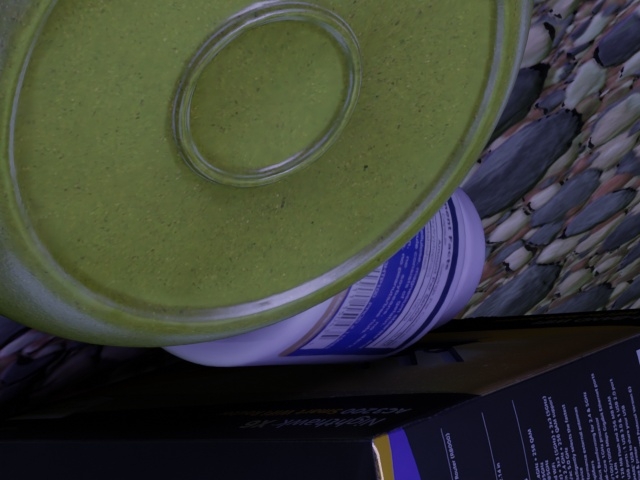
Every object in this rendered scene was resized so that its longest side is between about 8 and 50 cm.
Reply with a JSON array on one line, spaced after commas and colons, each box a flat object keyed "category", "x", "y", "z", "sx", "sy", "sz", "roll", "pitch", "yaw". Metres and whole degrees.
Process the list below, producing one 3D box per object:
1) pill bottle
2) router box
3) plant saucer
[{"category": "pill bottle", "x": 0.000, "y": 0.000, "z": 0.760, "sx": 0.112, "sy": 0.112, "sz": 0.187, "roll": -42, "pitch": 160, "yaw": 18}, {"category": "router box", "x": 0.003, "y": 0.100, "z": 0.820, "sx": 0.309, "sy": 0.081, "sz": 0.243, "roll": -7, "pitch": -174, "yaw": 45}, {"category": "plant saucer", "x": -0.023, "y": -0.054, "z": 0.559, "sx": 0.241, "sy": 0.037, "sz": 0.241, "roll": -18, "pitch": 132, "yaw": -22}]
